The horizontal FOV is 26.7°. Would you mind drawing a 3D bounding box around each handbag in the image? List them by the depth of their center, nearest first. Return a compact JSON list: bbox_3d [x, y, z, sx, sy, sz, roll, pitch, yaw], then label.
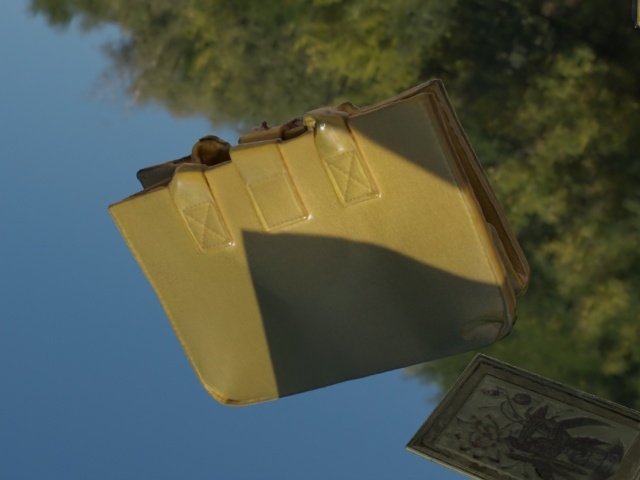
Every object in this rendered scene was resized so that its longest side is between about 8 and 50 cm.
[{"bbox_3d":[0.000,0.000,1.408,0.283,0.401,0.133,62,-146,-20],"label":"handbag"}]

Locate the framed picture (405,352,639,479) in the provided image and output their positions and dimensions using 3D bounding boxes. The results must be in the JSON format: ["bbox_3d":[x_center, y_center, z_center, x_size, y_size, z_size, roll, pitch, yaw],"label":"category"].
[{"bbox_3d":[0.230,0.209,1.436,0.231,0.010,0.173,19,-137,26],"label":"framed picture"}]

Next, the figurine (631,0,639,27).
[{"bbox_3d":[0.337,-0.201,0.833,0.143,0.308,0.308,24,-168,-23],"label":"figurine"}]
